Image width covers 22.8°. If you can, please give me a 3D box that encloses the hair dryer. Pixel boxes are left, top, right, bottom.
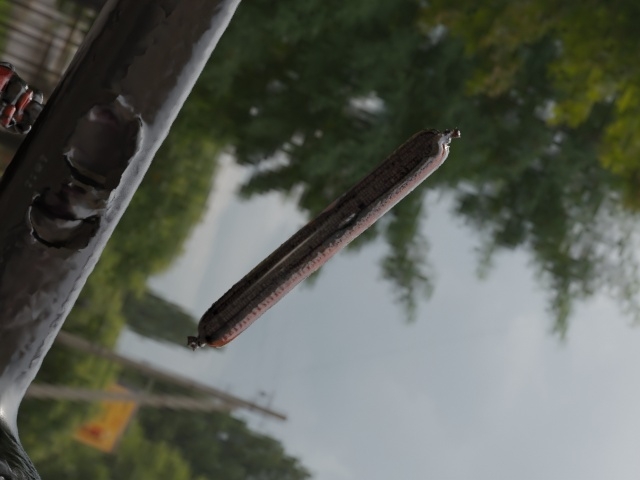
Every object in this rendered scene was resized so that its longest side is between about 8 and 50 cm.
[{"bbox_3d":[-0.094,0.010,0.486,0.251,0.089,0.197,-63,-161,-2],"label":"hair dryer"}]

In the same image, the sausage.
[{"bbox_3d":[0.000,0.000,0.888,0.198,0.025,0.028,-39,-173,13],"label":"sausage"}]

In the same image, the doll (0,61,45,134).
[{"bbox_3d":[-0.302,-0.129,1.180,0.127,0.248,0.088,-2,-109,40],"label":"doll"}]
